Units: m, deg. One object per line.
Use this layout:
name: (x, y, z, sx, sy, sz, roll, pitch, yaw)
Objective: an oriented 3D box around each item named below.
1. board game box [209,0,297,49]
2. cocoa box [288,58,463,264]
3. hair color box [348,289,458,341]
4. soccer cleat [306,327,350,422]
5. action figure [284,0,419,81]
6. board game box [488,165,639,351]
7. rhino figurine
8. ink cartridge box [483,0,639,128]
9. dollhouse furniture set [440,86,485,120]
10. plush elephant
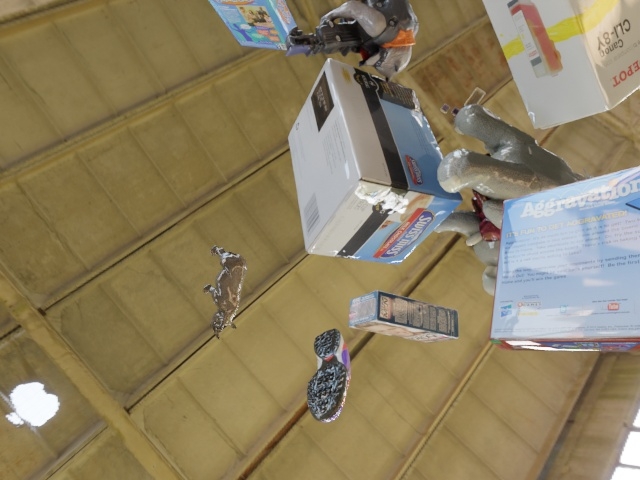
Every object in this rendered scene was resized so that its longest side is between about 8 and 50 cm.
board game box: (-0.152, -0.515, 0.980, 0.160, 0.210, 0.047, 14, -97, 18)
cocoa box: (0.093, -0.158, 0.913, 0.228, 0.231, 0.347, 9, -129, -26)
hair color box: (0.289, 0.271, 1.508, 0.347, 0.174, 0.105, 17, -115, -23)
soccer cleat: (0.037, 0.355, 1.114, 0.109, 0.318, 0.116, -25, -71, 11)
action figure: (0.078, -0.473, 0.848, 0.341, 0.178, 0.330, -33, -74, -32)
board game box: (0.257, 0.003, 0.294, 0.027, 0.281, 0.145, 33, -119, -30)
rhino figurine: (-0.249, 0.141, 1.132, 0.073, 0.106, 0.243, 5, -84, -54)
ink cartridge box: (0.476, -0.449, 0.806, 0.279, 0.160, 0.384, -34, -76, -19)
dollhouse furniture set: (0.428, -0.415, 1.289, 0.091, 0.081, 0.114, 36, -81, 5)
plush elephant: (0.338, -0.058, 0.830, 0.330, 0.255, 0.272, 22, -136, -2)
